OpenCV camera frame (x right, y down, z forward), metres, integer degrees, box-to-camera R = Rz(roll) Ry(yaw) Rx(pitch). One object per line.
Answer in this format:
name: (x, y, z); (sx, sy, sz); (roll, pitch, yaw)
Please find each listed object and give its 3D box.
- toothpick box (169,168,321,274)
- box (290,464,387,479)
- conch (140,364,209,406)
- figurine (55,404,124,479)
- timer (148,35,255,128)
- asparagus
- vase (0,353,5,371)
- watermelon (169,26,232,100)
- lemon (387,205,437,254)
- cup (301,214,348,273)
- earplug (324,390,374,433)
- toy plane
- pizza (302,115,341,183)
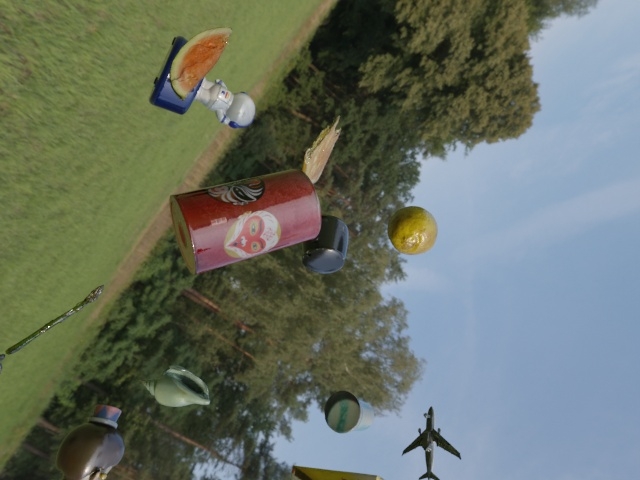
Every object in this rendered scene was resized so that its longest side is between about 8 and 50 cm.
toothpick box: (-0.189, -0.055, 1.068); (0.333, 0.204, 0.204); (-16, -179, -26)
box: (0.021, 0.517, 0.663); (0.168, 0.097, 0.265); (-6, -128, 26)
conch: (-0.325, 0.324, 0.935); (0.065, 0.180, 0.088); (56, 41, -71)
figurine: (-0.561, 0.547, 1.011); (0.161, 0.158, 0.275); (6, -109, 30)
timer: (-0.429, -0.562, 1.611); (0.270, 0.383, 0.270); (-38, -140, 40)
asparagus: (-0.550, 0.166, 0.873); (0.233, 0.023, 0.022); (-36, -131, -7)
vase: (-0.857, 0.288, 0.920); (0.115, 0.237, 0.115); (-44, -143, 46)
watermelon: (-0.324, -0.470, 1.107); (0.245, 0.119, 0.063); (-61, 154, -14)
lemon: (0.313, -0.032, 1.417); (0.170, 0.170, 0.207); (-46, -170, 23)
cup: (0.000, 0.000, 1.436); (0.169, 0.223, 0.177); (-14, -131, 23)
earplug: (0.169, 0.855, 2.052); (0.185, 0.324, 0.185); (-13, -120, 23)
toy plane: (0.349, 0.646, 1.328); (0.226, 0.058, 0.226); (-26, -129, 44)
pizza: (0.001, -0.316, 1.453); (0.262, 0.034, 0.181); (-62, 165, 4)
